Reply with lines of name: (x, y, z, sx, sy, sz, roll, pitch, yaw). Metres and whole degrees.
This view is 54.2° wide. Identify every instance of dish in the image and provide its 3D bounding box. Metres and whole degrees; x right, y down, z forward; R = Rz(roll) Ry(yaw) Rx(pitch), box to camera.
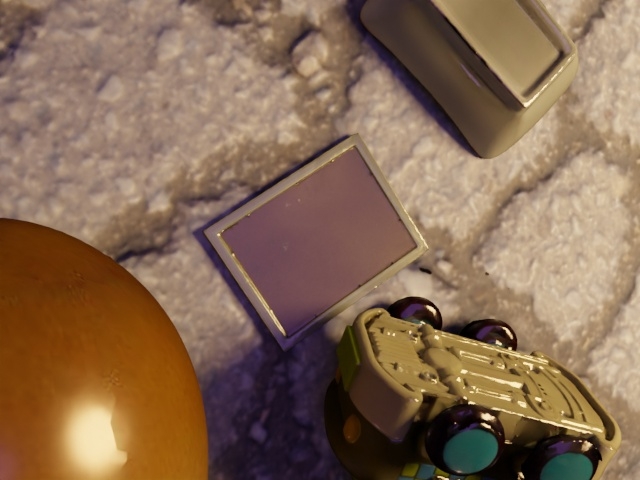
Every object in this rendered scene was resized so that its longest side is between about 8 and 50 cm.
dish: (0.164, -0.204, 0.622, 0.151, 0.077, 0.212, -45, 99, -10)

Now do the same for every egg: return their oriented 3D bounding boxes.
egg: (-0.219, 0.159, 0.423, 0.283, 0.282, 0.350, -1, 96, -14)

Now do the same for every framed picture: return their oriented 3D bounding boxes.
framed picture: (0.000, 0.000, 0.615, 0.183, 0.011, 0.141, -34, 98, -12)

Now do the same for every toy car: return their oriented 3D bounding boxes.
toy car: (0.117, 0.187, 0.575, 0.248, 0.204, 0.198, 16, 109, -12)
